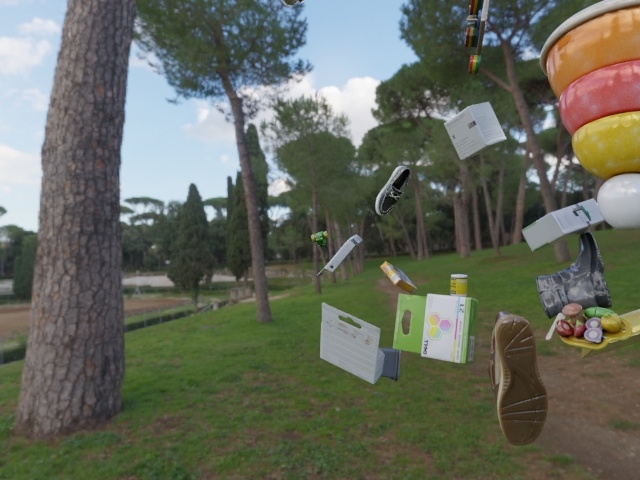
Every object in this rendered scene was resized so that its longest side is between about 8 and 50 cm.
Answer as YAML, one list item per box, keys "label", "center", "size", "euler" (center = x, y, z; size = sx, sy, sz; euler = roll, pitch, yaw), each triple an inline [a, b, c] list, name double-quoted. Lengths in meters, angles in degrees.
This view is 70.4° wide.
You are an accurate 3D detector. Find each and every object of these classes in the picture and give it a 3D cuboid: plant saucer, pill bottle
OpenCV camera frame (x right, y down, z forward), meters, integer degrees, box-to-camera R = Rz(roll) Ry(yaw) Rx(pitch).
- label: "plant saucer"
  center: [1.069, 0.303, 1.562]
  size: [0.333, 0.081, 0.333]
  euler: [-23, -26, 13]
- label: "pill bottle"
  center: [0.560, 0.197, 1.837]
  size: [0.065, 0.116, 0.065]
  euler: [0, 0, 0]

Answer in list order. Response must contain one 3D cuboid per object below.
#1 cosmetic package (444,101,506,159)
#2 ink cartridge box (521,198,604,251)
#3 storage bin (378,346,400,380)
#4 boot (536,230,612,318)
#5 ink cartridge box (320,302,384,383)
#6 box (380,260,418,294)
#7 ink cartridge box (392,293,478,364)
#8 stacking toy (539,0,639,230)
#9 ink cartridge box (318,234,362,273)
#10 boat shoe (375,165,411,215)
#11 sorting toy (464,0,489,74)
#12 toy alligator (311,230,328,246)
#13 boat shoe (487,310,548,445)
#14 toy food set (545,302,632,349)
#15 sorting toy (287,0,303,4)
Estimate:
- label: "cosmetic package"
  center: [0.666, -0.471, 1.958]
  size: [0.151, 0.183, 0.151]
  euler: [-22, -5, -33]
- label: "ink cartridge box"
  center: [0.862, -0.054, 1.610]
  size: [0.219, 0.092, 0.160]
  euler: [-17, -17, -22]
- label: "storage bin"
  center: [0.267, 0.501, 1.871]
  size: [0.091, 0.135, 0.098]
  euler: [10, -9, -13]
- label: "boot"
  center: [0.887, 0.114, 1.630]
  size: [0.223, 0.338, 0.118]
  euler: [-18, -55, 35]
- label: "ink cartridge box"
  center: [0.092, 0.284, 1.298]
  size: [0.189, 0.232, 0.066]
  euler: [21, 36, 26]
- label: "box"
  center: [0.243, 0.116, 1.380]
  size: [0.028, 0.081, 0.136]
  euler: [-48, -40, 13]
- label: "ink cartridge box"
  center: [0.328, 0.256, 1.362]
  size: [0.255, 0.188, 0.097]
  euler: [2, -11, 33]
- label: "stacking toy"
  center: [0.680, -0.254, 1.021]
  size: [0.351, 0.479, 0.350]
  euler: [7, -9, 1]
- label: "ink cartridge box"
  center: [0.086, 0.071, 1.946]
  size: [0.208, 0.045, 0.206]
  euler: [-48, -5, 14]
- label: "boat shoe"
  center: [0.290, -0.196, 1.812]
  size: [0.078, 0.219, 0.070]
  euler: [23, 10, -15]
- label: "sorting toy"
  center: [0.396, -0.569, 1.141]
  size: [0.046, 0.274, 0.132]
  euler: [9, -13, 16]
- label: "toy alligator"
  center: [0.000, 0.000, 1.601]
  size: [0.056, 0.051, 0.189]
  euler: [-15, 4, 3]
- label: "boat shoe"
  center: [0.503, 0.353, 1.190]
  size: [0.123, 0.342, 0.123]
  euler: [-9, 3, 5]
- label: "toy food set"
  center: [0.699, 0.217, 1.212]
  size: [0.128, 0.071, 0.218]
  euler: [-40, 15, -24]
- label: "sorting toy"
  center: [-0.025, -0.757, 1.298]
  size: [0.229, 0.041, 0.307]
  euler: [-30, 14, 13]
